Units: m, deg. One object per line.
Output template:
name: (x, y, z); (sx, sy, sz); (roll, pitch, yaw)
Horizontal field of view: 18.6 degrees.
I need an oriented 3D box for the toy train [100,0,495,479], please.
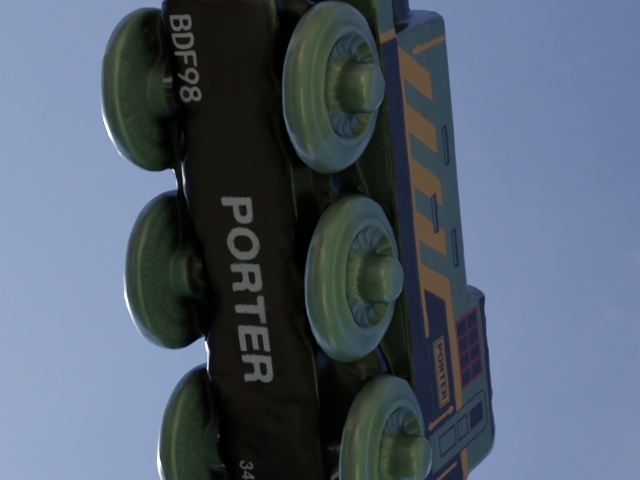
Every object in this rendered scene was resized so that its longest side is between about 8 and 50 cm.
toy train: (0.000, 0.000, 0.948); (0.142, 0.190, 0.334); (0, -73, 28)
